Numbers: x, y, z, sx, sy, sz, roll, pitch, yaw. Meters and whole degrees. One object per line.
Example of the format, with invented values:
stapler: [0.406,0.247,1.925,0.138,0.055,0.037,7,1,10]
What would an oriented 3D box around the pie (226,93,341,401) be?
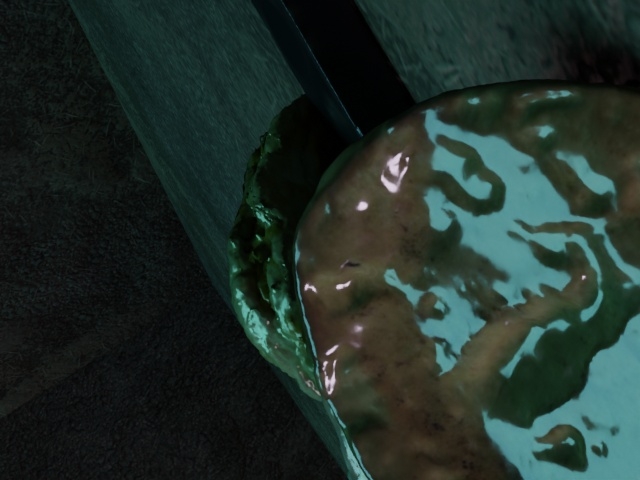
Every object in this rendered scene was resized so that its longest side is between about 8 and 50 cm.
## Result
pie: [0.000,0.000,0.893,0.201,0.090,0.248,58,-151,-26]

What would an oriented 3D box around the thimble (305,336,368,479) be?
thimble: [0.082,0.092,0.706,0.229,0.148,0.196,-25,-85,-86]

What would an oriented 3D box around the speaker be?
speaker: [0.010,-0.121,0.823,0.218,0.044,0.082,59,171,-5]

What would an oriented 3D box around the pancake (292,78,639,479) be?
pancake: [0.099,0.039,0.530,0.242,0.242,0.050,57,-147,4]
